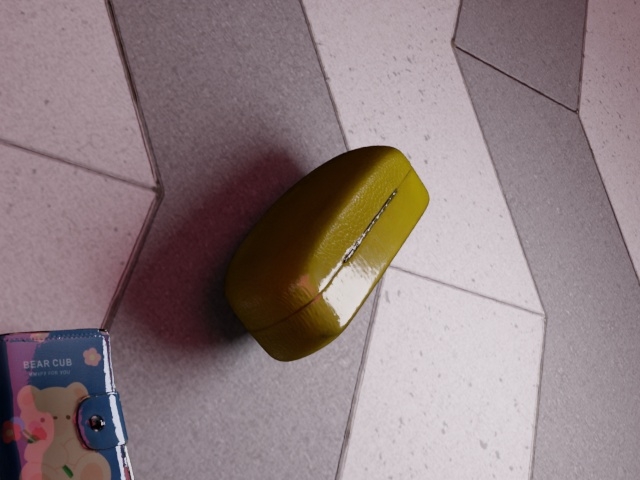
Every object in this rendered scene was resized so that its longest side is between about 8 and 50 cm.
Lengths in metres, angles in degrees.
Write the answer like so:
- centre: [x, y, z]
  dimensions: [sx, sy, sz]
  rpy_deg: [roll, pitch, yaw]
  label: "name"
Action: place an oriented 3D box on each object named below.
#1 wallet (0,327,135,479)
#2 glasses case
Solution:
- centre: [-0.267, 0.194, 1.006]
  dimensions: [0.141, 0.059, 0.202]
  rpy_deg: [-1, 70, -38]
  label: "wallet"
- centre: [0.000, 0.000, 1.277]
  dimensions: [0.141, 0.173, 0.371]
  rpy_deg: [53, 41, -13]
  label: "glasses case"
